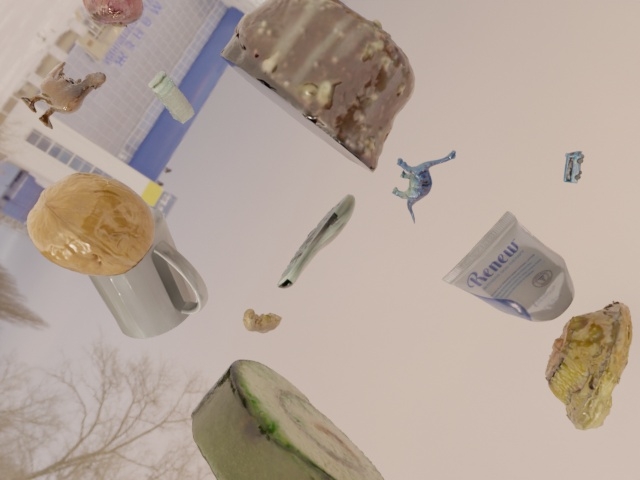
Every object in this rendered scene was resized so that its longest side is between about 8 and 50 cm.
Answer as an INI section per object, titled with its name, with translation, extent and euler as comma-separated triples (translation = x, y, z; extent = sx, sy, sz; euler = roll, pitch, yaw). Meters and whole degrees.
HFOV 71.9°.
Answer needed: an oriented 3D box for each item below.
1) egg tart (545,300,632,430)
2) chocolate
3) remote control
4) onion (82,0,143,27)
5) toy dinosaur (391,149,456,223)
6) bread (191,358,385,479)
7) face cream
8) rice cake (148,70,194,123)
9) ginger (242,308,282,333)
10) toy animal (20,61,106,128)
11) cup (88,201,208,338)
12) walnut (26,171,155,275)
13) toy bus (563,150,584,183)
[egg tart]
translation = 0.693, 0.312, 1.159
extent = 0.149, 0.352, 0.352
euler = 19, -106, 23
[chocolate]
translation = 0.019, -0.304, 0.781
extent = 0.210, 0.340, 0.225
euler = -53, -177, 9
[remote control]
translation = -0.002, -0.001, 0.839
extent = 0.256, 0.045, 0.097
euler = -50, -177, -34
[onion]
translation = -0.565, -0.682, 1.188
extent = 0.159, 0.159, 0.195
euler = 25, -58, 54
[toy dinosaur]
translation = 0.295, -0.189, 1.380
extent = 0.076, 0.144, 0.329
euler = -52, 169, -38
[bread]
translation = -0.051, 0.371, 0.768
extent = 0.129, 0.366, 0.382
euler = -50, -161, -4
[face cream]
translation = 0.539, 0.098, 1.197
extent = 0.235, 0.419, 0.137
euler = -50, -149, 20
[rice cake]
translation = -0.217, -0.206, 0.653
extent = 0.033, 0.029, 0.171
euler = -49, -173, -3
[ginger]
translation = -0.170, 0.231, 1.240
extent = 0.069, 0.173, 0.051
euler = -40, -112, 9
[toy animal]
translation = -0.573, -0.347, 0.999
extent = 0.179, 0.089, 0.188
euler = -35, -128, -3
[cup]
translation = -0.470, 0.080, 1.207
extent = 0.322, 0.327, 0.237
euler = 6, -143, 21
[walnut]
translation = -0.427, -0.028, 0.837
extent = 0.192, 0.225, 0.194
euler = -7, -107, 23
[toy bus]
translation = 0.692, -0.201, 1.207
extent = 0.045, 0.084, 0.038
euler = 9, -146, 31
